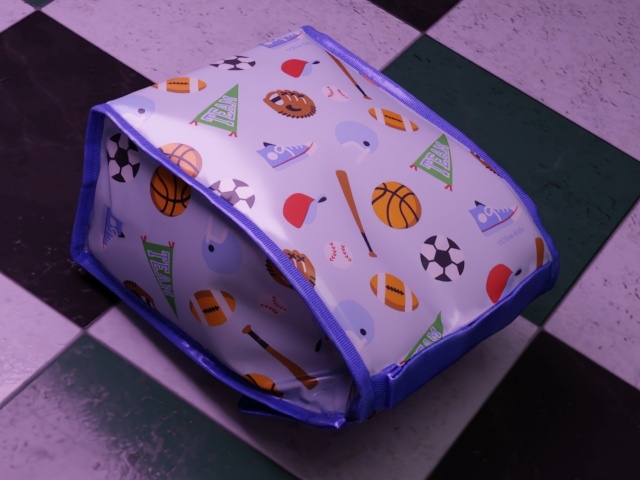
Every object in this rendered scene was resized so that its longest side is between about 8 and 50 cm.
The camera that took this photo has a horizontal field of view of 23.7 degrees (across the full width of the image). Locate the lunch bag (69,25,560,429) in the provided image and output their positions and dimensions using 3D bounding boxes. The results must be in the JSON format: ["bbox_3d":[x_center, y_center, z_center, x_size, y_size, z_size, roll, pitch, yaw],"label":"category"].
[{"bbox_3d":[0.000,0.000,1.505,0.385,0.239,0.328,35,43,25],"label":"lunch bag"}]
